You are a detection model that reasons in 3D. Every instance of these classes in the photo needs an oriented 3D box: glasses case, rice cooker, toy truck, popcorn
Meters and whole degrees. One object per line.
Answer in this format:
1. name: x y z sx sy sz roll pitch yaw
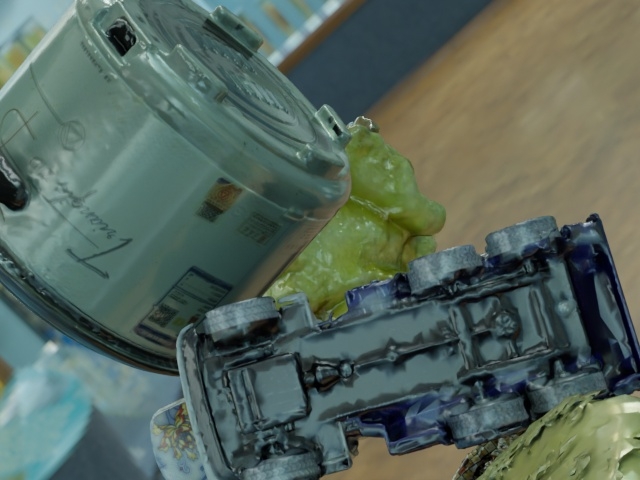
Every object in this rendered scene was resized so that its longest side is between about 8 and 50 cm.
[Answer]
1. glasses case: -0.027 0.149 1.364 0.248 0.087 0.065 -19 -8 8
2. rice cooker: -0.122 -0.039 1.055 0.227 0.241 0.280 -48 -31 16
3. toy truck: 0.055 0.078 0.975 0.268 0.124 0.155 -15 -8 1
4. popcorn: 0.000 -0.009 1.596 0.293 0.293 0.237 161 116 -63

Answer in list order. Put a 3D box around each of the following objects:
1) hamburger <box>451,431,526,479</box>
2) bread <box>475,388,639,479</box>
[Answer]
1. hamburger: 0.185 0.224 1.163 0.231 0.231 0.107 -44 26 1
2. bread: 0.156 0.261 0.689 0.248 0.279 0.315 -54 8 41
